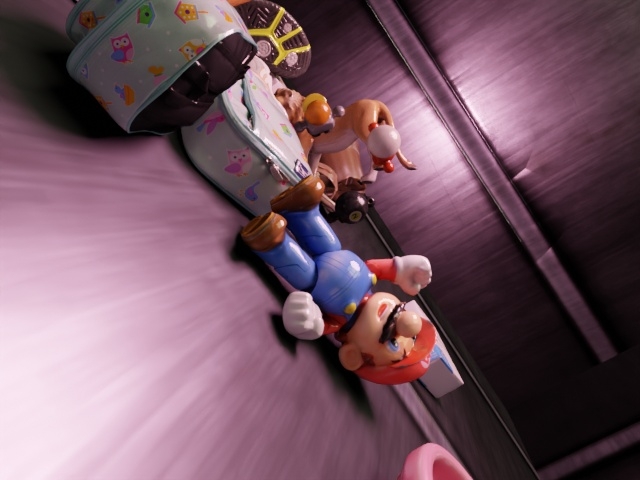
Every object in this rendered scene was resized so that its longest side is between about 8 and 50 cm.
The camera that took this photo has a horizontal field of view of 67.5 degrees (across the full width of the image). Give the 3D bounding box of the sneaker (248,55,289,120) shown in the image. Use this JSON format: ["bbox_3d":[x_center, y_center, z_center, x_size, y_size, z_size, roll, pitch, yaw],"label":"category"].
[{"bbox_3d":[-0.163,-0.349,1.069,0.262,0.099,0.121,60,16,22],"label":"sneaker"}]

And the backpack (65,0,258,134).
[{"bbox_3d":[-0.158,-0.190,0.479,0.144,0.166,0.188,51,9,-20],"label":"backpack"}]

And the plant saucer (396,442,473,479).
[{"bbox_3d":[0.159,0.378,0.471,0.332,0.084,0.332,54,11,-16],"label":"plant saucer"}]

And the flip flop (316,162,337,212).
[{"bbox_3d":[0.001,-0.174,1.295,0.112,0.080,0.277,44,17,-47],"label":"flip flop"}]

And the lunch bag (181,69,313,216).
[{"bbox_3d":[-0.117,-0.169,0.734,0.224,0.108,0.279,46,16,-44],"label":"lunch bag"}]

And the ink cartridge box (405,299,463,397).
[{"bbox_3d":[0.254,0.263,1.172,0.139,0.082,0.190,49,16,-35],"label":"ink cartridge box"}]

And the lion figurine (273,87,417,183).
[{"bbox_3d":[0.036,-0.254,1.112,0.142,0.393,0.239,22,71,-63],"label":"lion figurine"}]

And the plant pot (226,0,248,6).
[{"bbox_3d":[-0.195,-0.548,0.860,0.291,0.204,0.290,45,-36,47],"label":"plant pot"}]

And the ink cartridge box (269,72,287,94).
[{"bbox_3d":[-0.157,-0.423,1.287,0.143,0.092,0.090,61,13,23],"label":"ink cartridge box"}]

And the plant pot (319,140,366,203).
[{"bbox_3d":[0.058,-0.208,1.466,0.167,0.167,0.165,42,28,-52],"label":"plant pot"}]

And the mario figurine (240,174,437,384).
[{"bbox_3d":[0.056,0.064,0.636,0.320,0.198,0.170,50,2,-17],"label":"mario figurine"}]

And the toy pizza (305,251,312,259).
[{"bbox_3d":[0.000,0.000,0.950,0.201,0.032,0.201,54,12,-16],"label":"toy pizza"}]

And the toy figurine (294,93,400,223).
[{"bbox_3d":[0.028,-0.147,0.908,0.210,0.212,0.148,28,1,2],"label":"toy figurine"}]

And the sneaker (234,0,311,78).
[{"bbox_3d":[-0.185,-0.543,1.172,0.385,0.145,0.147,29,18,-28],"label":"sneaker"}]
